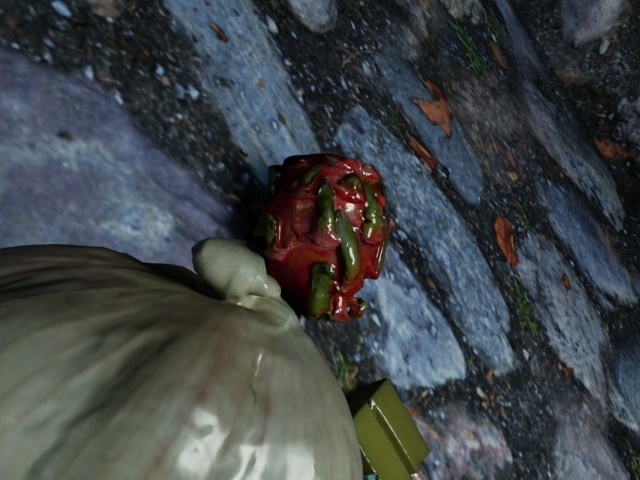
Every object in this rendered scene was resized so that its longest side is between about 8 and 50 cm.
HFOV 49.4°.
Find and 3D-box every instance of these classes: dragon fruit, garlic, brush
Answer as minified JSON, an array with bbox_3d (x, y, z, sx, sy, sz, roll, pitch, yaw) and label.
[{"bbox_3d":[0.000,0.000,0.769,0.160,0.166,0.171,17,74,-23],"label":"dragon fruit"},{"bbox_3d":[-0.119,0.122,0.447,0.322,0.322,0.241,48,64,-16],"label":"garlic"},{"bbox_3d":[0.095,0.278,0.769,0.233,0.047,0.103,60,37,-3],"label":"brush"}]

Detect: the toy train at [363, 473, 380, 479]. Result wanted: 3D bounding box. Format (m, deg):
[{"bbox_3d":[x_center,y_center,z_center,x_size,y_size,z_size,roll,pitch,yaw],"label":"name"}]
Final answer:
[{"bbox_3d":[0.058,0.357,0.664,0.048,0.055,0.251,8,60,-46],"label":"toy train"}]
